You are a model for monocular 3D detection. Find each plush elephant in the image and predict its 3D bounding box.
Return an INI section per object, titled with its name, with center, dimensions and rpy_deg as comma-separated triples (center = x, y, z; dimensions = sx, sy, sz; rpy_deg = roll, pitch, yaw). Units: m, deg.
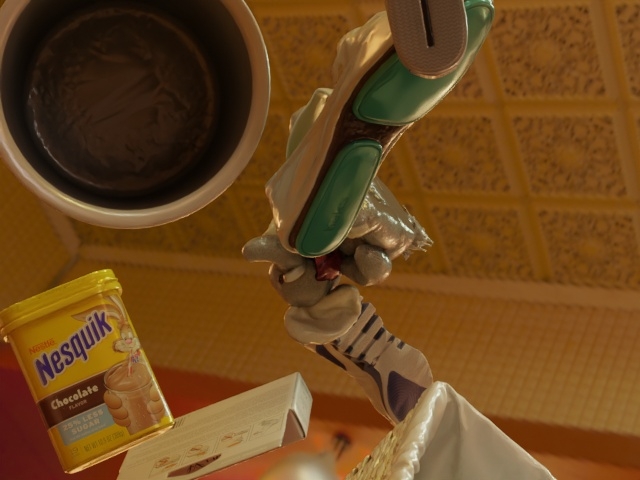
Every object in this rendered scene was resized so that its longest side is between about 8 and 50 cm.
[plush elephant]
center = 0.000, 0.000, 1.948
dimensions = 0.255, 0.272, 0.330
rpy_deg = -36, -37, 12

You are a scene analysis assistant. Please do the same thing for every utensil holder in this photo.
[utensil holder]
center = -0.251, -0.189, 1.597
dimensions = 0.327, 0.328, 0.385
rpy_deg = 40, -3, -11

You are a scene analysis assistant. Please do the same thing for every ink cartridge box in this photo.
[ink cartridge box]
center = -0.152, 0.299, 1.761
dimensions = 0.275, 0.239, 0.060
rpy_deg = -22, -74, 11

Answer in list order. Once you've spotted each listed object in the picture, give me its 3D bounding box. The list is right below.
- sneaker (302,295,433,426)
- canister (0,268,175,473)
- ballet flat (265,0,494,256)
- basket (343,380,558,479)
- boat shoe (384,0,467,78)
[sneaker]
center = 0.074, 0.205, 2.387
dimensions = 0.315, 0.127, 0.182
rpy_deg = 52, -19, -28
[canister]
center = -0.231, 0.130, 1.246
dimensions = 0.170, 0.126, 0.073
rpy_deg = 65, -15, 9
[ballet flat]
center = 0.044, -0.158, 1.443
dimensions = 0.139, 0.139, 0.400
rpy_deg = 32, -60, -2
[basket]
center = 0.158, 0.420, 1.585
dimensions = 0.331, 0.328, 0.266
rpy_deg = 42, -64, -4
[boat shoe]
center = 0.088, -0.310, 1.243
dimensions = 0.109, 0.094, 0.302
rpy_deg = -4, -85, -2
